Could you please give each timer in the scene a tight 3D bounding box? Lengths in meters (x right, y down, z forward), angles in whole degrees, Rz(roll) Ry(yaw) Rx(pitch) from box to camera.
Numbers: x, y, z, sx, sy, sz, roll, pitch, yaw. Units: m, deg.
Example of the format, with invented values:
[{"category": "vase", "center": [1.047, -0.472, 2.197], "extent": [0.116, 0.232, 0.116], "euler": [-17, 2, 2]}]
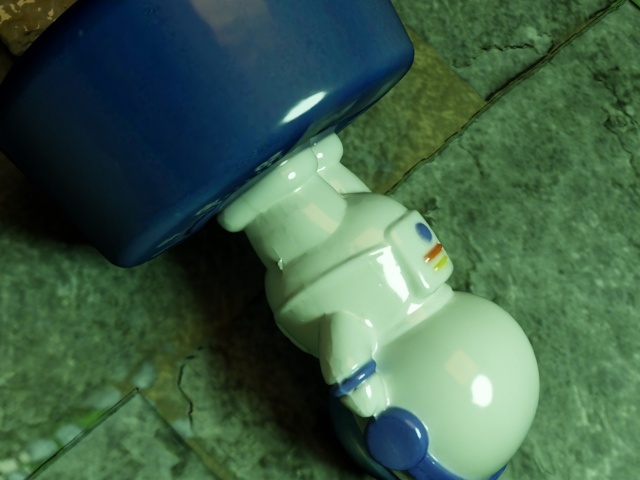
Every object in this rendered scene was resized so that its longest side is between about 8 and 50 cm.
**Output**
[{"category": "timer", "center": [0.000, 0.000, 0.736], "extent": [0.270, 0.270, 0.383], "euler": [-35, 90, -34]}]

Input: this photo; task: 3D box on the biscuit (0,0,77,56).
[{"category": "biscuit", "center": [-0.169, -0.230, 0.920], "extent": [0.188, 0.040, 0.265], "euler": [36, 55, 5]}]
